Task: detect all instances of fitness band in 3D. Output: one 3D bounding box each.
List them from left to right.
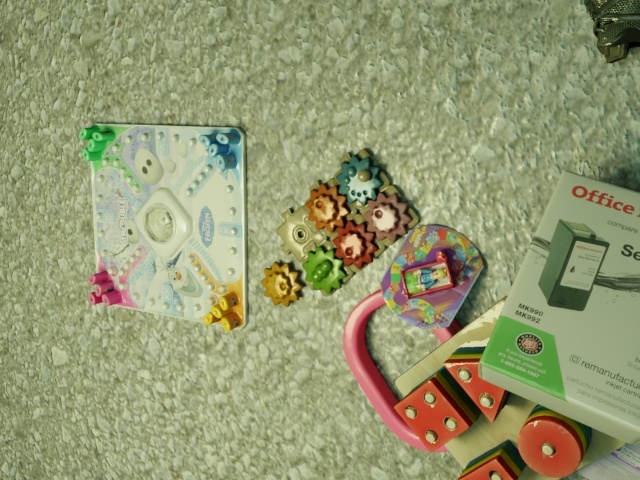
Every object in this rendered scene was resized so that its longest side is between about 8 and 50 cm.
[{"bbox_3d":[0.159,0.215,1.195,0.209,0.054,0.290,-38,80,29],"label":"fitness band"}]

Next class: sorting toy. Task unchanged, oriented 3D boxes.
[{"bbox_3d":[0.260,0.260,1.050,0.257,0.089,0.255,51,126,9],"label":"sorting toy"}]

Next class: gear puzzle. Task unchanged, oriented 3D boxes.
[{"bbox_3d":[0.000,0.000,1.246,0.339,0.044,0.175,-42,79,28],"label":"gear puzzle"}]

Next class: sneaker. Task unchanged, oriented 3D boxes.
[{"bbox_3d":[0.373,-0.323,0.953,0.228,0.087,0.130,31,106,15],"label":"sneaker"}]

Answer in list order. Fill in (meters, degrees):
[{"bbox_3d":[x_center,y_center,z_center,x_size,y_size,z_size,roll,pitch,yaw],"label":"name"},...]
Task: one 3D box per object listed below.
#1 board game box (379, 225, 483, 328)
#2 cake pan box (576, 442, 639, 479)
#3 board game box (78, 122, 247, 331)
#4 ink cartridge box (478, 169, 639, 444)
[{"bbox_3d":[0.173,0.054,1.129,0.133,0.033,0.168,30,88,18],"label":"board game box"},{"bbox_3d":[0.475,0.258,1.022,0.267,0.070,0.245,28,114,22],"label":"cake pan box"},{"bbox_3d":[-0.321,-0.032,1.415,0.390,0.050,0.389,6,103,28],"label":"board game box"},{"bbox_3d":[0.355,0.079,0.913,0.211,0.121,0.289,21,75,20],"label":"ink cartridge box"}]
